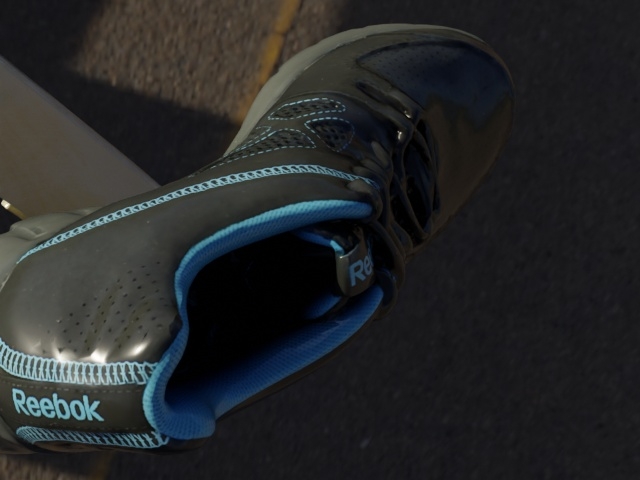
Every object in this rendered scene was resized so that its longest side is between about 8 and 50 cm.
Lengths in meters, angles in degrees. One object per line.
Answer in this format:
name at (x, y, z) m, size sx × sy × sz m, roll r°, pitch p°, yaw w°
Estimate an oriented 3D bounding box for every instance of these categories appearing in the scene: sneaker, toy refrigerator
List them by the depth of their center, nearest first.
sneaker at (0.000, 0.000, 0.655) m, size 0.341 × 0.139 × 0.125 m, roll -36°, pitch 117°, yaw -37°
toy refrigerator at (-0.233, -0.070, 1.184) m, size 0.094 × 0.269 × 0.102 m, roll -50°, pitch 50°, yaw -2°
